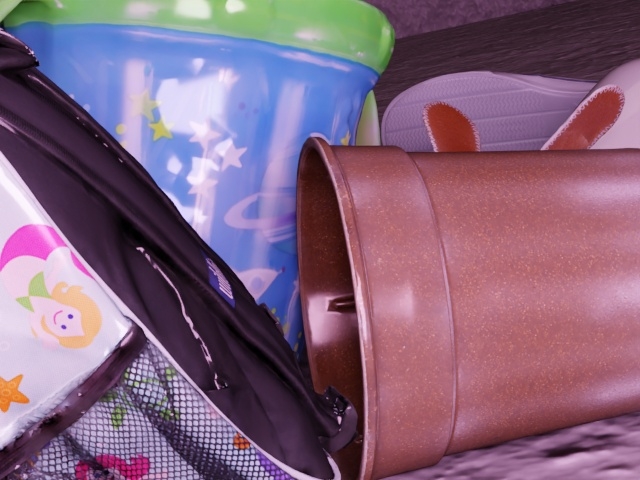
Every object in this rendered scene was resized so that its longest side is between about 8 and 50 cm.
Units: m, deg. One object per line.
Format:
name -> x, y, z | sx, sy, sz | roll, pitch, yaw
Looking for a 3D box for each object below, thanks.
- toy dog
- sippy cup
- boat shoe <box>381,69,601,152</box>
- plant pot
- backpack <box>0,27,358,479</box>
toy dog -> 0.182, -0.078, 1.018 | 0.220, 0.161, 0.333 | -3, 15, 37
sippy cup -> -0.086, -0.029, 0.831 | 0.305, 0.224, 0.240 | 6, -1, -15
boat shoe -> 0.205, -0.090, 1.246 | 0.302, 0.109, 0.094 | 2, 1, 21
plant pot -> 0.083, 0.026, 0.683 | 0.165, 0.167, 0.167 | -6, 11, -8
backpack -> -0.136, 0.027, 0.589 | 0.191, 0.253, 0.225 | -37, 31, -3
